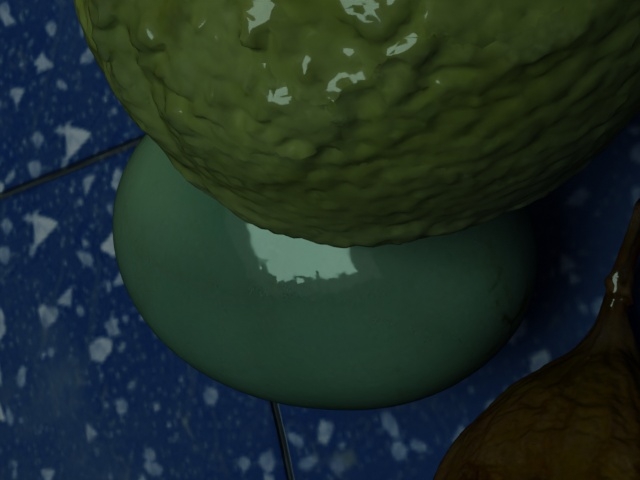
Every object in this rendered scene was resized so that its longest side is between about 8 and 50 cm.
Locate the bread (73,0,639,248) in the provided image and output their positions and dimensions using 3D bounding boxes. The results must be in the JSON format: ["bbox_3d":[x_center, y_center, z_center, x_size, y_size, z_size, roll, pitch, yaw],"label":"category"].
[{"bbox_3d":[0.030,-0.167,0.661,0.320,0.320,0.237,36,157,30],"label":"bread"}]

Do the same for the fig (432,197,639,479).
[{"bbox_3d":[0.125,0.086,0.756,0.146,0.134,0.201,-1,71,10],"label":"fig"}]

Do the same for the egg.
[{"bbox_3d":[0.000,0.000,0.798,0.231,0.168,0.168,11,100,33],"label":"egg"}]
